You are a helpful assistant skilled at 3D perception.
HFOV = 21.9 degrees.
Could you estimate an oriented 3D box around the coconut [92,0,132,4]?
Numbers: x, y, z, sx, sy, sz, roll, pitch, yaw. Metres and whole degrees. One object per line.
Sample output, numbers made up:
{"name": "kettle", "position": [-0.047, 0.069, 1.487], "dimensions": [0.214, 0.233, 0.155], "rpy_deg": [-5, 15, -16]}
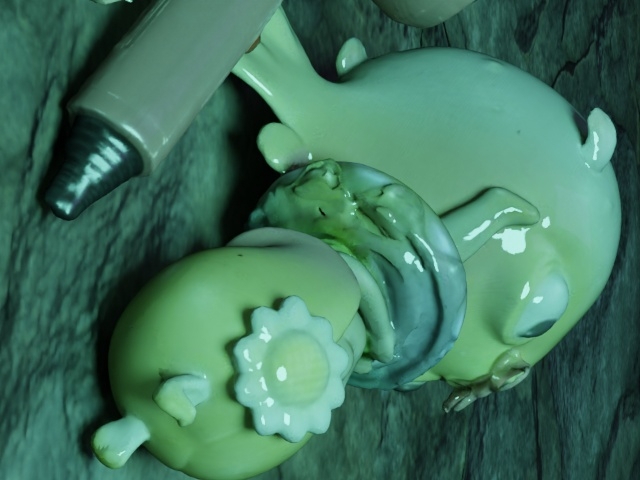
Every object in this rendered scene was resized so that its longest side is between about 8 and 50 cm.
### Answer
{"name": "coconut", "position": [-0.084, -0.195, 0.617], "dimensions": [0.234, 0.224, 0.224], "rpy_deg": [62, 34, -51]}

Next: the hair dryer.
{"name": "hair dryer", "position": [-0.033, -0.124, 0.853], "dimensions": [0.189, 0.106, 0.344], "rpy_deg": [44, 58, -17]}

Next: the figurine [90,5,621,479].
{"name": "figurine", "position": [0.000, 0.000, 0.909], "dimensions": [0.274, 0.226, 0.394], "rpy_deg": [54, 40, -2]}
